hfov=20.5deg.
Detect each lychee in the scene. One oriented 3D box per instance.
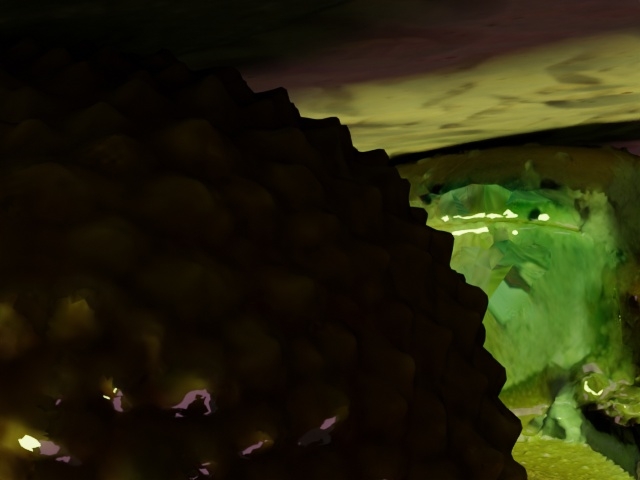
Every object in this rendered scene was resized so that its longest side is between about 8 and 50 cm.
[{"bbox_3d":[-0.077,0.055,0.545,0.267,0.267,0.267,-6,176,0],"label":"lychee"}]

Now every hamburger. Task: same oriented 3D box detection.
[{"bbox_3d":[0.086,0.042,1.008,0.288,0.168,0.192,-5,155,25],"label":"hamburger"}]
